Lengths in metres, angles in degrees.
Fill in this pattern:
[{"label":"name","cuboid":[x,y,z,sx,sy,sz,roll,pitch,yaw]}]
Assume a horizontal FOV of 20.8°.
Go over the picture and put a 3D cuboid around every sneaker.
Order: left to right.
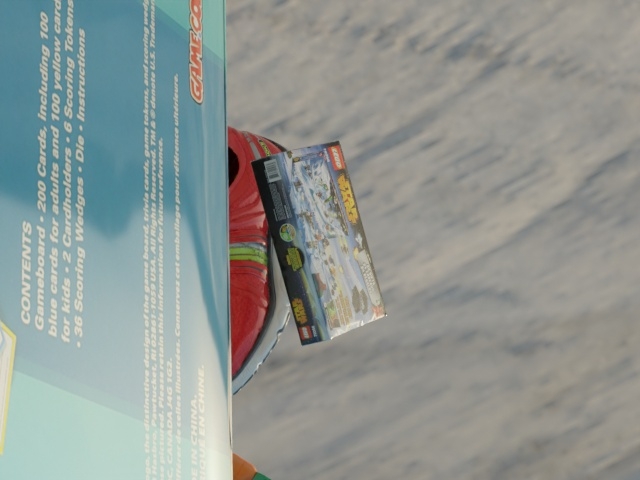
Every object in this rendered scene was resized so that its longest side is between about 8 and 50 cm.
[{"label":"sneaker","cuboid":[-0.094,0.019,1.589,0.118,0.279,0.107,28,142,-27]}]

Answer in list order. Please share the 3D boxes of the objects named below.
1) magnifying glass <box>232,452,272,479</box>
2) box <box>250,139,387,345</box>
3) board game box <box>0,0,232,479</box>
[{"label":"magnifying glass","cuboid":[-0.020,0.150,0.968,0.026,0.231,0.092,-56,173,-8]},{"label":"box","cuboid":[0.000,0.000,1.255,0.027,0.137,0.094,-15,-179,30]},{"label":"board game box","cuboid":[-0.123,-0.038,0.325,0.079,0.253,0.336,-10,159,21]}]
